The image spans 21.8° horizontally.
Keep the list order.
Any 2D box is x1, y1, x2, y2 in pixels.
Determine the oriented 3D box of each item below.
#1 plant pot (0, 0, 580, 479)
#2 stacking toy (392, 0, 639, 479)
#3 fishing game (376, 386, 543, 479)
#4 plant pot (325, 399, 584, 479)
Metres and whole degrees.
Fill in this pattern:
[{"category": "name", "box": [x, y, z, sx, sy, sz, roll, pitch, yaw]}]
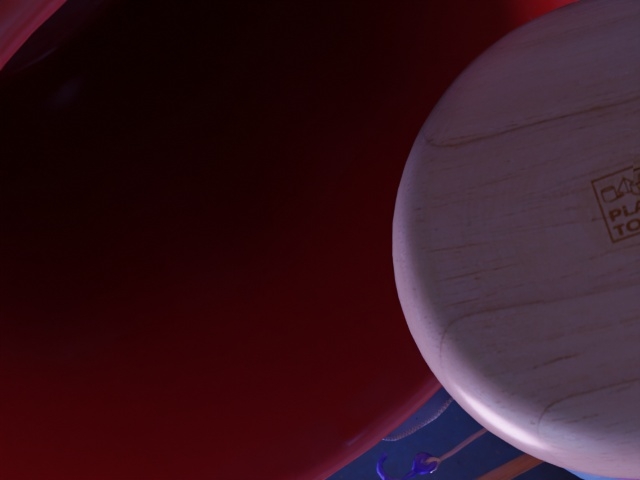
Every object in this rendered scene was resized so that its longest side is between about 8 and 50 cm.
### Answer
[{"category": "plant pot", "box": [-0.077, -0.071, 0.576, 0.243, 0.275, 0.275, 48, 176, 36]}, {"category": "stacking toy", "box": [0.136, 0.042, 0.589, 0.141, 0.141, 0.330, 38, 177, 27]}, {"category": "fishing game", "box": [0.000, 0.000, 0.713, 0.264, 0.189, 0.041, 59, 145, 22]}, {"category": "plant pot", "box": [0.021, 0.133, 0.903, 0.334, 0.341, 0.341, 47, 174, 24]}]
